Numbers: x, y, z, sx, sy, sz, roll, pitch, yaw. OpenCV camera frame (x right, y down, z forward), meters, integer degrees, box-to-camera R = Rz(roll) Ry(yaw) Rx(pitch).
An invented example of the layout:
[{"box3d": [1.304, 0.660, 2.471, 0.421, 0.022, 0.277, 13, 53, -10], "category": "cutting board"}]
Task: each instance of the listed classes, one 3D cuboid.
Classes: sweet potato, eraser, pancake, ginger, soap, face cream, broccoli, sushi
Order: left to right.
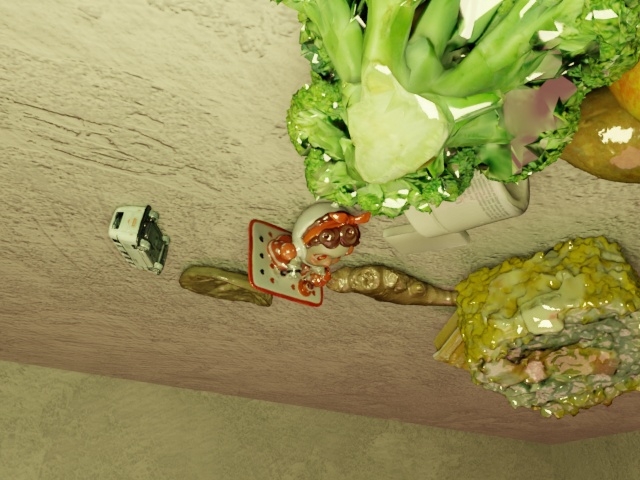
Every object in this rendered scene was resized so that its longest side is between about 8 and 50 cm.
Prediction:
[{"box3d": [-0.229, 0.109, 1.688, 0.241, 0.050, 0.242, 10, 159, 4], "category": "pancake"}, {"box3d": [0.165, 0.106, 1.606, 0.333, 0.080, 0.166, 10, 170, -30], "category": "ginger"}, {"box3d": [0.214, -0.008, 1.412, 0.150, 0.023, 0.104, -11, 151, 27], "category": "eraser"}, {"box3d": [0.116, -0.202, 0.705, 0.413, 0.321, 0.310, -22, 175, 39], "category": "broccoli"}, {"box3d": [0.210, -0.105, 1.028, 0.152, 0.177, 0.177, -17, 149, 32], "category": "face cream"}, {"box3d": [0.407, 0.219, 1.706, 0.173, 0.089, 0.274, 15, 136, -11], "category": "soap"}, {"box3d": [0.484, 0.176, 1.436, 0.396, 0.240, 0.351, -22, 127, 22], "category": "sushi"}, {"box3d": [0.449, -0.139, 0.886, 0.369, 0.158, 0.158, 8, 155, 1], "category": "sweet potato"}]

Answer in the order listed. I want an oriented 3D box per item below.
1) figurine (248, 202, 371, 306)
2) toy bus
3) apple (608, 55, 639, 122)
[{"box3d": [0.000, 0.000, 1.330, 0.183, 0.160, 0.226, 20, 142, -34], "category": "figurine"}, {"box3d": [-0.371, 0.002, 1.432, 0.089, 0.087, 0.194, 8, 156, 5], "category": "toy bus"}, {"box3d": [0.417, -0.213, 0.709, 0.246, 0.246, 0.226, -16, 157, 35], "category": "apple"}]
